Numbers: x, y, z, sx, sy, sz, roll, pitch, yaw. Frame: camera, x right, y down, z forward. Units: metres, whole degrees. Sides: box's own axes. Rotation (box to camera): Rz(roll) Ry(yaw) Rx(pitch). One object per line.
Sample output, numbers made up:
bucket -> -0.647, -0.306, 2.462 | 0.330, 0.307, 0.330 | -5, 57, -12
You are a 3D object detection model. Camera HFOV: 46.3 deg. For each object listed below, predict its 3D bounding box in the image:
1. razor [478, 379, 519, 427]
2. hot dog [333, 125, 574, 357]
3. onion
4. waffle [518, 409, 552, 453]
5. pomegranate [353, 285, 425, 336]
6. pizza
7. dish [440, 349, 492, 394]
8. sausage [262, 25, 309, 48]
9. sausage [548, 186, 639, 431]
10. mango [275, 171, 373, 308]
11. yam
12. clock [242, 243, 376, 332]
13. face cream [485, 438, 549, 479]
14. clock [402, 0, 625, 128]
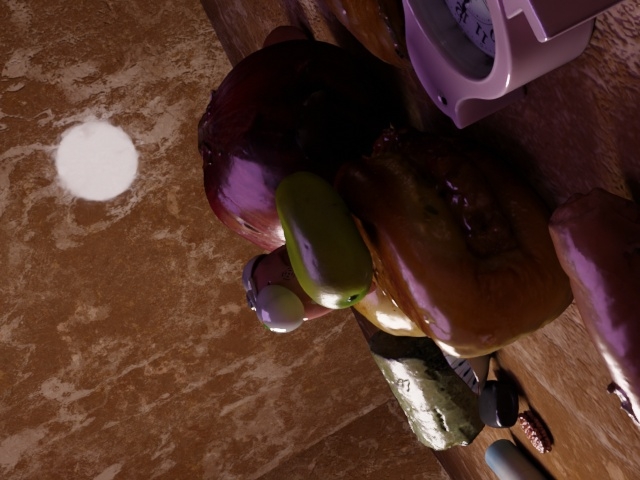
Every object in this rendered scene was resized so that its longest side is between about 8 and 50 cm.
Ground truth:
razor -> 0.335, 0.311, 1.425 | 0.148, 0.054, 0.090 | 85, -176, -81
hot dog -> 0.135, -0.028, 0.936 | 0.223, 0.185, 0.405 | 63, 174, -19
onion -> -0.036, -0.154, 1.174 | 0.341, 0.341, 0.341 | 60, 174, 10
waffle -> 0.391, 0.350, 1.365 | 0.083, 0.029, 0.075 | 64, 175, -26
pomegranate -> 0.144, 0.049, 1.241 | 0.215, 0.215, 0.215 | 60, 174, 10
pizza -> 0.067, -0.283, 0.931 | 0.134, 0.056, 0.271 | 61, 176, -30
dish -> 0.278, 0.198, 1.434 | 0.190, 0.066, 0.190 | 58, 173, 12
sausage -> -0.039, -0.304, 1.518 | 0.113, 0.114, 0.259 | 56, 172, 37
sausage -> 0.318, 0.145, 0.649 | 0.418, 0.094, 0.094 | 62, 152, -6
mango -> 0.002, 0.002, 0.854 | 0.163, 0.089, 0.117 | 63, 176, -19
yam -> 0.239, 0.293, 1.648 | 0.300, 0.195, 0.195 | 62, 174, -24
clock -> -0.028, 0.044, 1.013 | 0.092, 0.162, 0.166 | 65, 174, -26
face cream -> 0.433, 0.508, 1.549 | 0.077, 0.077, 0.250 | 63, 173, -23
clock -> 0.105, -0.249, 0.636 | 0.290, 0.080, 0.275 | 60, 174, 8
